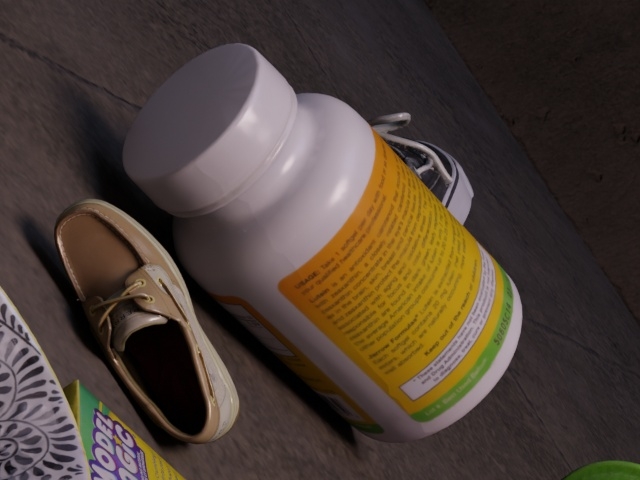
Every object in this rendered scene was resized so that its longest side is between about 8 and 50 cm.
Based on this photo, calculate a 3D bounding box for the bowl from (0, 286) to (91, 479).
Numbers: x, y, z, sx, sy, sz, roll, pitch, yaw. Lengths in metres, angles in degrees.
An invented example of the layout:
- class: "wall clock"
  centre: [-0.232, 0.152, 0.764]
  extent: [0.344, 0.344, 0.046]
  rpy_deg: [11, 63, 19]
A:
- class: "bowl"
  centre: [-0.153, 0.050, 0.561]
  extent: [0.170, 0.080, 0.170]
  rpy_deg: [49, 14, -17]

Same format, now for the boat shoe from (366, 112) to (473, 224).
- class: "boat shoe"
  centre: [0.038, -0.037, 1.382]
  extent: [0.105, 0.113, 0.306]
  rpy_deg: [65, 19, -16]

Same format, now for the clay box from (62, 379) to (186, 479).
- class: "clay box"
  centre: [-0.056, 0.149, 0.707]
  extent: [0.222, 0.053, 0.127]
  rpy_deg: [47, 14, -28]

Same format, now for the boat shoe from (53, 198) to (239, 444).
- class: "boat shoe"
  centre: [-0.085, 0.039, 0.893]
  extent: [0.135, 0.050, 0.045]
  rpy_deg: [54, 8, 2]

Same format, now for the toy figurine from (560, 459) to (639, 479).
- class: "toy figurine"
  centre: [0.172, 0.241, 1.214]
  extent: [0.159, 0.130, 0.173]
  rpy_deg: [-5, 84, -59]

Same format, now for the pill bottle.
- class: "pill bottle"
  centre: [0.000, 0.000, 1.096]
  extent: [0.245, 0.136, 0.136]
  rpy_deg: [45, 16, -33]
